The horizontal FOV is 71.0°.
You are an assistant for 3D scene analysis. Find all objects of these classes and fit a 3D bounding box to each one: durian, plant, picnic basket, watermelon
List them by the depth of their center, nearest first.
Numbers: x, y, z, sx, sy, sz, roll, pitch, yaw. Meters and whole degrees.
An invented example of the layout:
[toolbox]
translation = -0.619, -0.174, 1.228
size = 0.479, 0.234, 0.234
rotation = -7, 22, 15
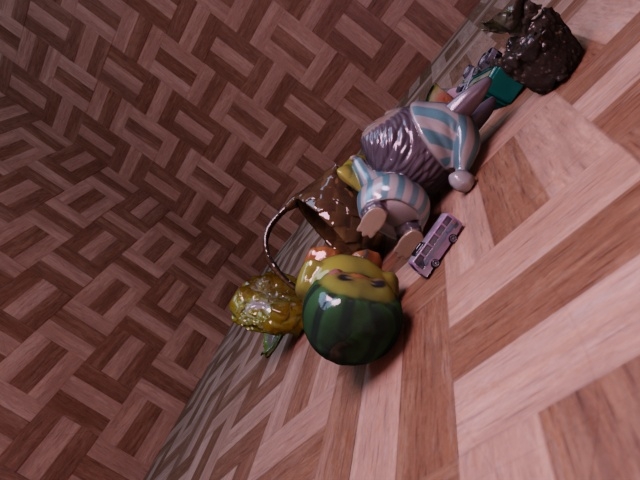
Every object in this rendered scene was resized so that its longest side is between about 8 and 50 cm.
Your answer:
[plant]
translation = 0.429, -0.407, 0.922
size = 0.131, 0.203, 0.142
rotation = -49, 1, -20
[picnic basket]
translation = 0.000, 0.000, 1.251
size = 0.337, 0.293, 0.337
rotation = -41, -7, -7
[watermelon]
translation = 0.373, -0.371, 1.413
size = 0.137, 0.193, 0.145
rotation = 24, 75, 36
[durian]
translation = -0.152, 0.273, 1.747
size = 0.132, 0.106, 0.375
rotation = -30, 29, 57

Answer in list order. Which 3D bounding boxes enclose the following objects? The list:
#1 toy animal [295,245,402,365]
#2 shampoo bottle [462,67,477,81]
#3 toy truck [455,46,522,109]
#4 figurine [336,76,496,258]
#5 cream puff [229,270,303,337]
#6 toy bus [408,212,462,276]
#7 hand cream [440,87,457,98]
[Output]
[toy animal]
translation = 0.054, 0.132, 0.904
size = 0.338, 0.216, 0.191
rotation = -103, 22, -75
[shampoo bottle]
translation = 0.503, -0.514, 1.430
size = 0.057, 0.063, 0.208
rotation = -62, 8, 15
[toy truck]
translation = 0.446, -0.413, 1.177
size = 0.124, 0.114, 0.253
rotation = -65, 8, 3
[figurine]
translation = 0.233, -0.214, 1.018
size = 0.378, 0.266, 0.361
rotation = -55, 17, 31
[cream puff]
translation = -0.156, 0.233, 1.477
size = 0.282, 0.281, 0.185
rotation = -68, -10, -59
[toy bus]
translation = 0.225, 0.008, 0.885
size = 0.131, 0.052, 0.037
rotation = -54, 10, -2
[hand cream]
translation = 0.460, -0.513, 1.655
size = 0.312, 0.070, 0.111
rotation = -74, -9, -73
